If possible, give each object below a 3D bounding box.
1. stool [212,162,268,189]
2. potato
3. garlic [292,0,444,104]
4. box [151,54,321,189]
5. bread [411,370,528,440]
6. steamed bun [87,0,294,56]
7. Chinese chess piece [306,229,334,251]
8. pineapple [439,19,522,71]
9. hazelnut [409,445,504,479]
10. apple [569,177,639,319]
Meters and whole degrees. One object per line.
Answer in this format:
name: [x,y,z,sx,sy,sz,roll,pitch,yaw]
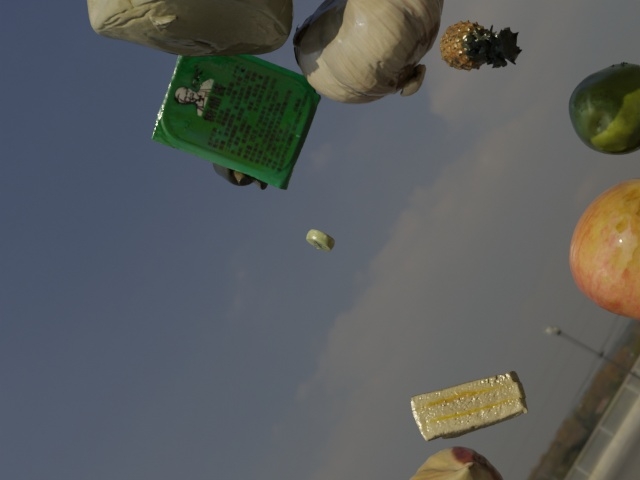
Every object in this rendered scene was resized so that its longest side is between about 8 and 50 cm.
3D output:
stool: [-0.192,-0.238,2.316,0.228,0.139,0.153,-35,-40,-25]
potato: [0.686,-0.299,1.883,0.304,0.216,0.216,-39,-29,-45]
garlic: [0.105,-0.412,1.593,0.241,0.322,0.322,32,-91,-41]
box: [-0.191,-0.298,1.910,0.106,0.337,0.264,-127,58,-83]
bread: [0.240,0.264,1.317,0.152,0.077,0.105,-34,-31,34]
steamed bun: [-0.217,-0.480,1.470,0.236,0.384,0.247,148,122,-63]
Chinese chess piece: [0.000,0.000,2.351,0.034,0.084,0.084,-64,-21,-14]
pineapple: [0.388,-0.470,1.978,0.128,0.248,0.128,-5,-75,-18]
hazelnut: [0.301,0.575,1.805,0.261,0.261,0.241,-39,-20,-40]
apple: [0.799,0.016,2.013,0.364,0.364,0.364,-45,-26,-29]
